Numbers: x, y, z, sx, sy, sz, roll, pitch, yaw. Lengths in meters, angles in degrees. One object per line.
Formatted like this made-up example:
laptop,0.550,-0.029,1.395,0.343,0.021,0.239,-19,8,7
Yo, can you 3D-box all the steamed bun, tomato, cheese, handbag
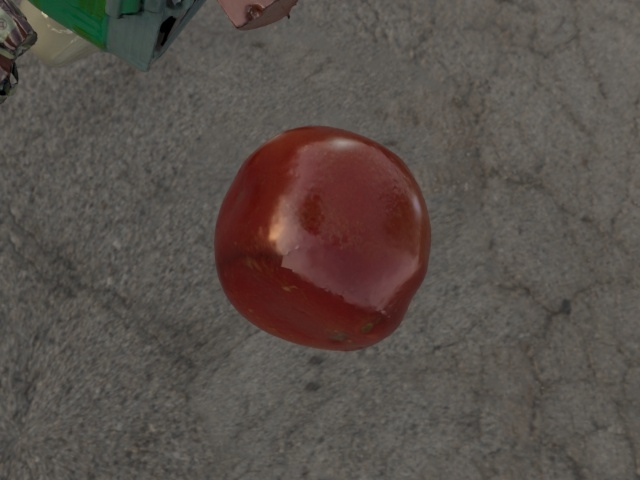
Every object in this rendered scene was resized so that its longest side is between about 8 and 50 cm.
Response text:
steamed bun,-0.519,-0.507,1.347,0.283,0.283,0.177,-43,109,-29
tomato,0.000,0.000,0.930,0.289,0.325,0.293,26,69,-29
cheese,-0.142,-0.542,1.379,0.177,0.203,0.128,-37,97,-23
handbag,-0.587,-0.359,1.046,0.235,0.213,0.127,52,35,7

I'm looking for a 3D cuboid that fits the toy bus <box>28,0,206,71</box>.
toy bus,-0.111,-0.313,0.459,0.199,0.183,0.344,31,57,-8
